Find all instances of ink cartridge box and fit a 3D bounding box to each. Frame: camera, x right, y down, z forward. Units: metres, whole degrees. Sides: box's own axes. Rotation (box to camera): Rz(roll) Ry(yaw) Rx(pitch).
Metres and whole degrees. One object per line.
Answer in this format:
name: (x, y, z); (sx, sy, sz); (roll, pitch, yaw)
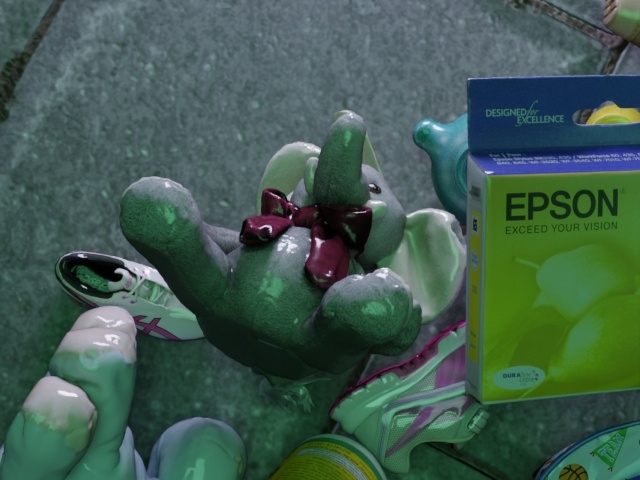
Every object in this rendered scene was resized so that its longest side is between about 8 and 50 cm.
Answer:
ink cartridge box: (0.290, -0.005, 1.155); (0.303, 0.072, 0.307); (-3, 103, -13)

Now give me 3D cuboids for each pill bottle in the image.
pill bottle: (-0.021, 0.281, 1.130); (0.117, 0.208, 0.118); (9, 113, 22)

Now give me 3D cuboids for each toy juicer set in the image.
toy juicer set: (0.182, -0.039, 1.271); (0.328, 0.089, 0.209); (1, 97, 16)

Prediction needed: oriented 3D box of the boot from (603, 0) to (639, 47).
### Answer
boot: (0.429, -0.310, 1.328); (0.206, 0.090, 0.249); (14, 79, -10)

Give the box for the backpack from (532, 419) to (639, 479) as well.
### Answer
backpack: (0.322, 0.307, 1.151); (0.276, 0.213, 0.263); (-23, 71, -2)

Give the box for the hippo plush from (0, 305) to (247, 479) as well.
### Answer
hippo plush: (-0.187, 0.230, 1.134); (0.236, 0.234, 0.294); (31, 62, -7)

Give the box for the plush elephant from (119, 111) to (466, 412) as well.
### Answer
plush elephant: (0.000, 0.000, 1.164); (0.271, 0.330, 0.255); (20, 64, 15)

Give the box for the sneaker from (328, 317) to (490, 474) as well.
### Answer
sneaker: (0.139, 0.153, 1.227); (0.252, 0.103, 0.111); (-31, 86, 0)

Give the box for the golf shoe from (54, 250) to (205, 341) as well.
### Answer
golf shoe: (-0.190, 0.060, 1.240); (0.186, 0.086, 0.068); (16, 79, 1)
